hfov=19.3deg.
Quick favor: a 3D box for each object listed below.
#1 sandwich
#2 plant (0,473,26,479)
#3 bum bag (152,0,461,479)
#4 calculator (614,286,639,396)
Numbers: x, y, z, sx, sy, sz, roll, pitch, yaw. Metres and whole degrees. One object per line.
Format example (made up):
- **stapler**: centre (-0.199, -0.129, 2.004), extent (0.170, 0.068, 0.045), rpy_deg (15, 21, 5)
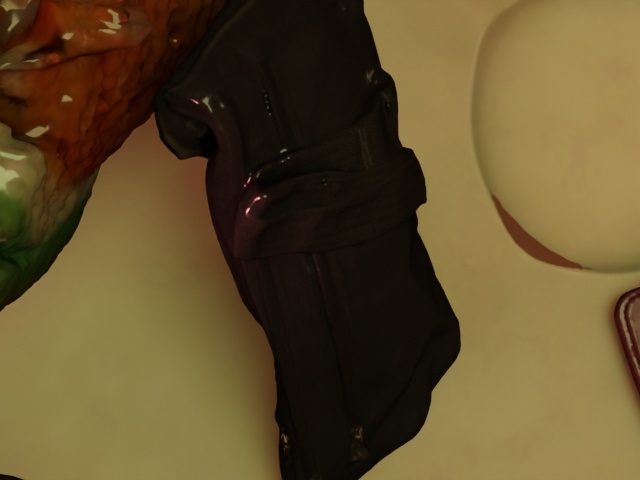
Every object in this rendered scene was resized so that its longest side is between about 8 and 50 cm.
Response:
- **sandwich**: centre (-0.134, -0.066, 0.722), extent (0.301, 0.250, 0.162), rpy_deg (-39, 115, -24)
- **plant**: centre (-0.171, 0.189, 0.637), extent (0.213, 0.312, 0.215), rpy_deg (-8, 92, -14)
- **bum bag**: centre (0.000, 0.000, 0.786), extent (0.123, 0.060, 0.248), rpy_deg (-47, 142, -36)
- **calculator**: centre (0.240, 0.047, 0.918), extent (0.190, 0.034, 0.126), rpy_deg (-24, 94, -12)
